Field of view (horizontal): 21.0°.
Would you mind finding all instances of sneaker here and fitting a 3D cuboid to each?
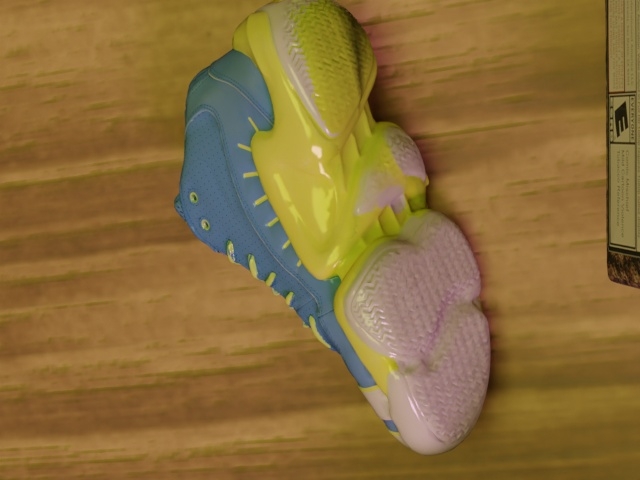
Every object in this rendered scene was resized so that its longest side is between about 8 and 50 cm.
[{"bbox_3d":[0.000,0.000,0.884,0.126,0.091,0.240,-21,85,43],"label":"sneaker"}]

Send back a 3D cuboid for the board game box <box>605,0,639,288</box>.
[{"bbox_3d":[0.217,-0.089,0.639,0.141,0.291,0.232,-2,94,-9],"label":"board game box"}]
